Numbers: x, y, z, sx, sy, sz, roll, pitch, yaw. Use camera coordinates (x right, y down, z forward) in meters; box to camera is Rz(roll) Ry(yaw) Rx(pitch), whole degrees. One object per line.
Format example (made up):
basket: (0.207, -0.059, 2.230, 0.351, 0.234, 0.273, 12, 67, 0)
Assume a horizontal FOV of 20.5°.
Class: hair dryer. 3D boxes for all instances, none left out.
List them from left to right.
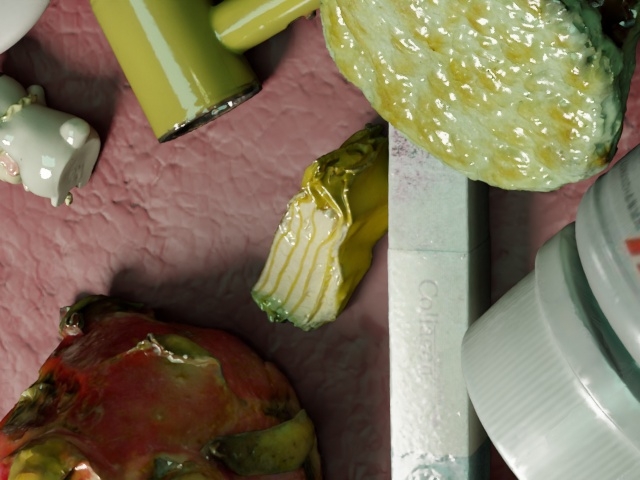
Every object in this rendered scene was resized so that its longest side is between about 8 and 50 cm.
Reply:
hair dryer: (-0.035, -0.195, 1.338, 0.279, 0.090, 0.135, -27, 89, 18)

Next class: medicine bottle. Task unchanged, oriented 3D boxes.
medicine bottle: (0.269, 0.047, 1.180, 0.306, 0.245, 0.245, -42, 85, 25)

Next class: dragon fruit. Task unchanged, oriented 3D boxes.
dragon fruit: (-0.149, 0.221, 1.372, 0.314, 0.263, 0.296, 25, 109, 14)

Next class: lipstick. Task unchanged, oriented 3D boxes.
lipstick: (0.091, 0.060, 1.348, 0.066, 0.068, 0.317, 4, 103, 21)

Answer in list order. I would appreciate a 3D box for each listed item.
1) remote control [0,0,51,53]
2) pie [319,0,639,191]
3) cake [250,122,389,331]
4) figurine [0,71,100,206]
remote control: (-0.351, -0.249, 1.421, 0.332, 0.103, 0.221, 7, 86, 21)
pie: (0.103, -0.152, 1.190, 0.274, 0.105, 0.257, 32, 137, 35)
cake: (0.003, 0.003, 1.349, 0.080, 0.116, 0.185, 40, 108, 7)
figurine: (-0.260, -0.085, 1.442, 0.146, 0.081, 0.098, 28, 111, 13)
